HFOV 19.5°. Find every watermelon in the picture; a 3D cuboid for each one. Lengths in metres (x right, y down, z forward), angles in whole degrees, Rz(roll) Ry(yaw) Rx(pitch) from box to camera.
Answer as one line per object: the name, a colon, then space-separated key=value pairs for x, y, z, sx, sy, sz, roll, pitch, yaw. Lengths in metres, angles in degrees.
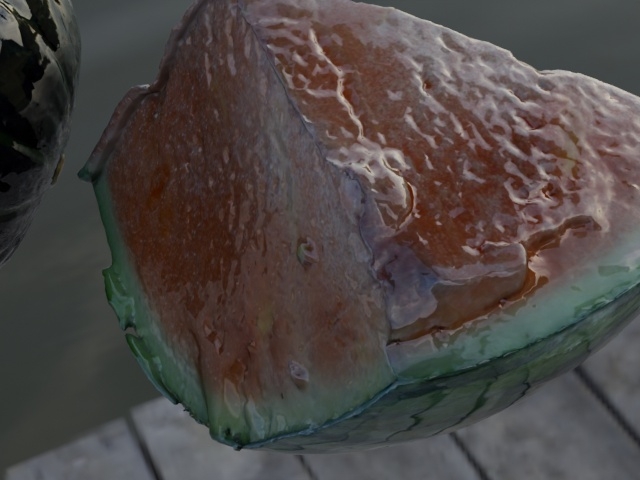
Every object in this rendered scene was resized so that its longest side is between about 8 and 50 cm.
watermelon: x=0.010 y=0.028 z=0.980 sx=0.319 sy=0.292 sz=0.222 roll=25 pitch=52 yaw=-5

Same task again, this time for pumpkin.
pumpkin: x=-0.258 y=-0.085 z=1.175 sx=0.216 sy=0.250 sz=0.250 roll=27 pitch=47 yaw=10
